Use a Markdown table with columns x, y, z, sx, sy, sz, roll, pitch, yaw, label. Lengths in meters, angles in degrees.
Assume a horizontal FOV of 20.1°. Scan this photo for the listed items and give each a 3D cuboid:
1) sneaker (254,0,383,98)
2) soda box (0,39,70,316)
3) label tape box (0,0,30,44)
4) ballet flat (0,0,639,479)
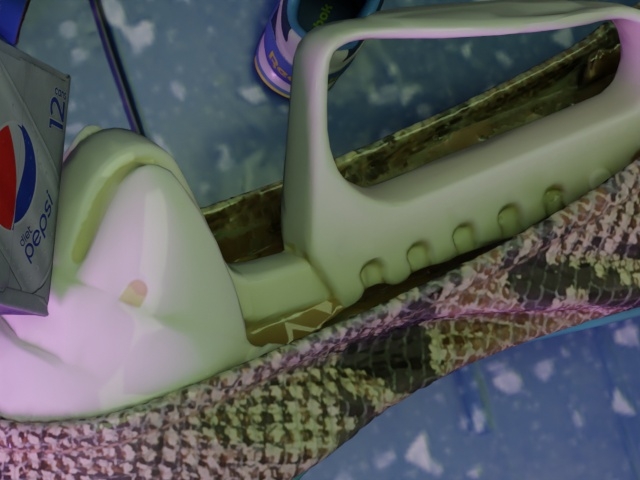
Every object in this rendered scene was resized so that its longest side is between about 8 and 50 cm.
| x | y | z | sx | sy | sz | roll | pitch | yaw | label |
| --- | --- | --- | --- | --- | --- | --- | --- | --- | --- |
| 0.014 | -0.136 | 0.834 | 0.053 | 0.059 | 0.144 | 18 | 79 | -7 | sneaker |
| -0.243 | -0.027 | 0.683 | 0.286 | 0.091 | 0.098 | 2 | 82 | 20 | soda box |
| -0.204 | -0.251 | 0.709 | 0.334 | 0.240 | 0.106 | 41 | 75 | -6 | label tape box |
| 0.000 | 0.000 | 0.753 | 0.483 | 0.164 | 0.182 | -24 | 125 | -16 | ballet flat |
